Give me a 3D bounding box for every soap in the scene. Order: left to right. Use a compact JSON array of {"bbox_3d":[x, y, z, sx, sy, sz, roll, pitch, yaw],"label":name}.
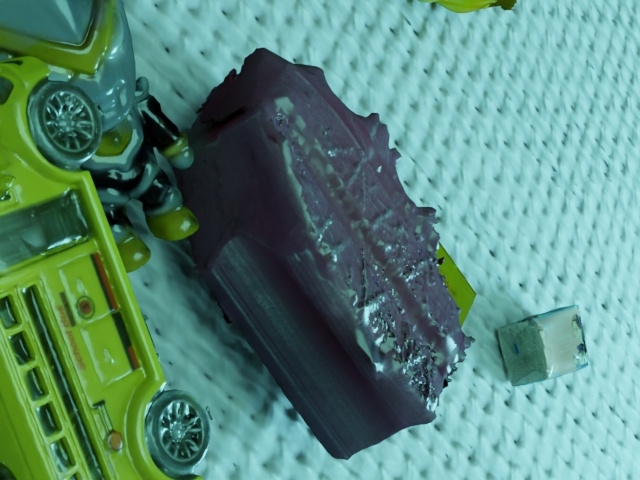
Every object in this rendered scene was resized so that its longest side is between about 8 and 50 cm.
[{"bbox_3d":[0.000,0.000,1.136,0.325,0.127,0.220,58,31,-20],"label":"soap"}]

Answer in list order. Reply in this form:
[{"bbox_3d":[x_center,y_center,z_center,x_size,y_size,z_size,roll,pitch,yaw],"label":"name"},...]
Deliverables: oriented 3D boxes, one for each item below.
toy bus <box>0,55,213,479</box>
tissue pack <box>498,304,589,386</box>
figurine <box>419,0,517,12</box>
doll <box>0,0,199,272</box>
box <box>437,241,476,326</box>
[{"bbox_3d":[-0.204,0.052,0.893,0.152,0.144,0.330,-27,99,-49],"label":"toy bus"},{"bbox_3d":[0.242,0.114,1.446,0.094,0.058,0.074,-12,88,-49],"label":"tissue pack"},{"bbox_3d":[0.129,-0.344,1.417,0.156,0.131,0.246,-45,118,-15],"label":"figurine"},{"bbox_3d":[-0.196,-0.127,1.000,0.103,0.145,0.316,-123,-171,-70],"label":"doll"},{"bbox_3d":[0.104,0.076,1.331,0.087,0.023,0.155,51,45,-21],"label":"box"}]
